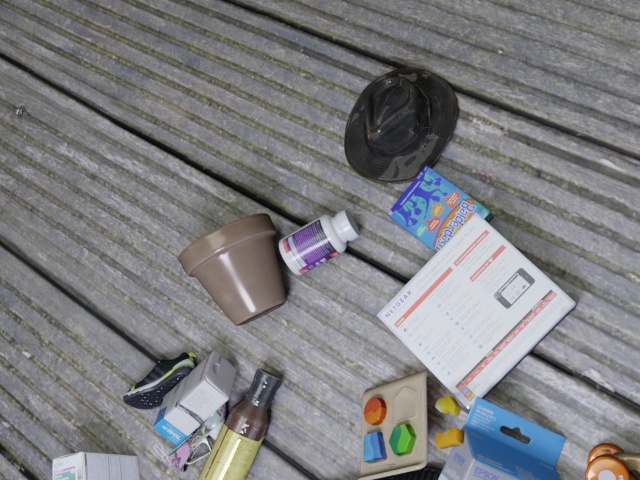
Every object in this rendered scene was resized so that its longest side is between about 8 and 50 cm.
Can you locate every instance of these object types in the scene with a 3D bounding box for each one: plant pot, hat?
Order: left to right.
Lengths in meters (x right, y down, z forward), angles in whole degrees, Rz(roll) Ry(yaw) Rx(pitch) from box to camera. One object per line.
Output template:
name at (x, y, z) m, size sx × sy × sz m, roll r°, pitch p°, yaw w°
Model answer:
plant pot at (-0.203, 0.089, 2.013) m, size 0.263 × 0.263 × 0.229 m, roll -28°, pitch 82°, yaw 15°
hat at (0.185, -0.315, 2.002) m, size 0.331 × 0.134 × 0.331 m, roll -7°, pitch 72°, yaw 22°

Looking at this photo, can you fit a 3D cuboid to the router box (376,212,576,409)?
router box at (0.352, 0.159, 1.782) m, size 0.335 × 0.082 × 0.301 m, roll -46°, pitch 71°, yaw 6°

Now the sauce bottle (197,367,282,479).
sauce bottle at (-0.196, 0.488, 1.945) m, size 0.111 × 0.111 × 0.344 m, roll 24°, pitch 86°, yaw 29°

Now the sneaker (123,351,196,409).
sneaker at (-0.427, 0.376, 2.119) m, size 0.234 × 0.084 × 0.097 m, roll -27°, pitch 41°, yaw 14°

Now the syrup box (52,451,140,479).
syrup box at (-0.571, 0.602, 2.010) m, size 0.093 × 0.237 × 0.096 m, roll -19°, pitch 67°, yaw 18°

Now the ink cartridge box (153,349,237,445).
ink cartridge box at (-0.315, 0.397, 1.984) m, size 0.086 × 0.148 × 0.203 m, roll 43°, pitch 108°, yaw -14°

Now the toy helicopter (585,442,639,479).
toy helicopter at (0.601, 0.599, 1.557) m, size 0.235 × 0.140 × 0.355 m, roll 23°, pitch 95°, yaw 20°

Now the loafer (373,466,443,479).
loafer at (0.165, 0.603, 1.754) m, size 0.365 × 0.134 × 0.130 m, roll -12°, pitch 105°, yaw 21°

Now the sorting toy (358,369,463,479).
sorting toy at (0.187, 0.399, 1.731) m, size 0.307 × 0.041 × 0.229 m, roll -30°, pitch 43°, yaw 44°

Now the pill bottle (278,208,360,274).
pill bottle at (0.000, 0.000, 2.004) m, size 0.193 × 0.108 × 0.108 m, roll -29°, pitch 65°, yaw 15°

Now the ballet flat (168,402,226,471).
ballet flat at (-0.298, 0.506, 2.014) m, size 0.079 × 0.077 × 0.221 m, roll 43°, pitch 96°, yaw 11°

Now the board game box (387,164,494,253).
board game box at (0.292, -0.062, 1.923) m, size 0.210 × 0.047 × 0.160 m, roll 40°, pitch 93°, yaw 27°

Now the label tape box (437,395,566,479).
label tape box at (0.368, 0.527, 1.607) m, size 0.240 × 0.106 × 0.334 m, roll 26°, pitch 86°, yaw -12°
